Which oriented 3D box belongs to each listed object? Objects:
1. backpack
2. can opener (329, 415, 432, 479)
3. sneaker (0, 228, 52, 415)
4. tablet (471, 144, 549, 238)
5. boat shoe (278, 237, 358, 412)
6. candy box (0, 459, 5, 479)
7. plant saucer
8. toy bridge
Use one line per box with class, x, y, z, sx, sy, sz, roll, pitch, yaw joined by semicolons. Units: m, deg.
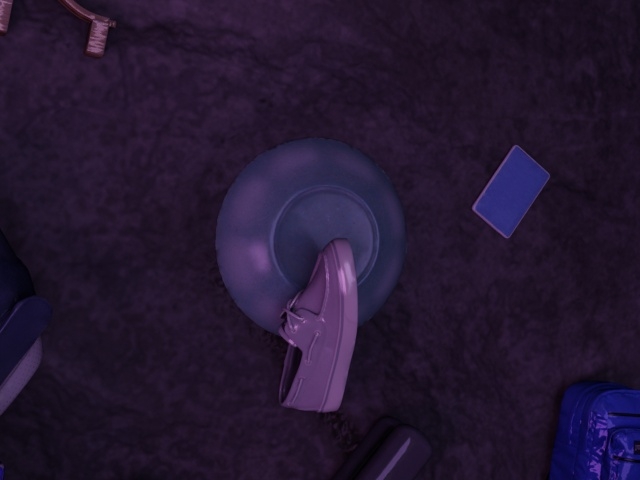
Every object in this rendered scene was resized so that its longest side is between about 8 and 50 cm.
backpack;0.300;0.206;1.048;0.098;0.101;0.120;8;86;-27
can opener;-0.018;0.269;0.945;0.095;0.076;0.283;44;77;-17
sneaker;-0.344;0.114;0.745;0.323;0.130;0.236;-39;134;-34
tablet;0.194;-0.050;1.045;0.054;0.006;0.083;38;80;-18
boat shoe;-0.007;0.079;0.922;0.063;0.066;0.184;-1;129;-13
candy box;-0.374;0.241;0.603;0.317;0.122;0.268;-4;116;-45
plant saucer;0.000;0.000;0.959;0.195;0.037;0.194;-1;92;-20
toy bridge;-0.264;-0.204;0.857;0.188;0.026;0.063;11;88;-21
